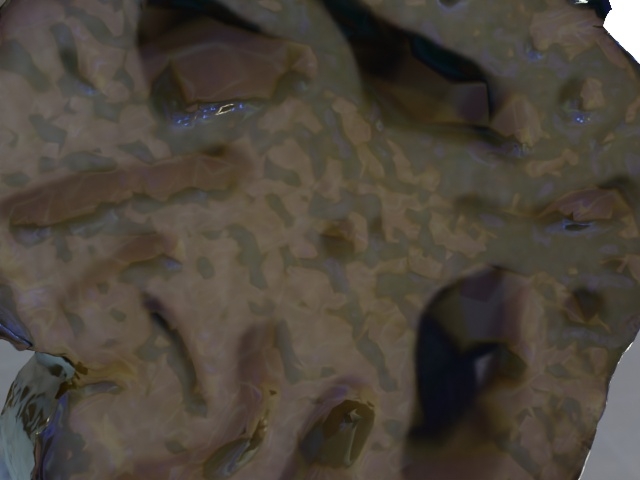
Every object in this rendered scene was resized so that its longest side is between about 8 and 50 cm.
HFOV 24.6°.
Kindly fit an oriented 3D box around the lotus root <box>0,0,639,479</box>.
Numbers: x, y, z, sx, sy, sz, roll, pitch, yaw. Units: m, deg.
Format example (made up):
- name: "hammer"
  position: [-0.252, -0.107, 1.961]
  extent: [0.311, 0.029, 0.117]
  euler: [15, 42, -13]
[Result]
- name: "lotus root"
  position: [0.000, 0.000, 0.694]
  extent: [0.375, 0.390, 0.111]
  euler: [-11, 5, -11]
